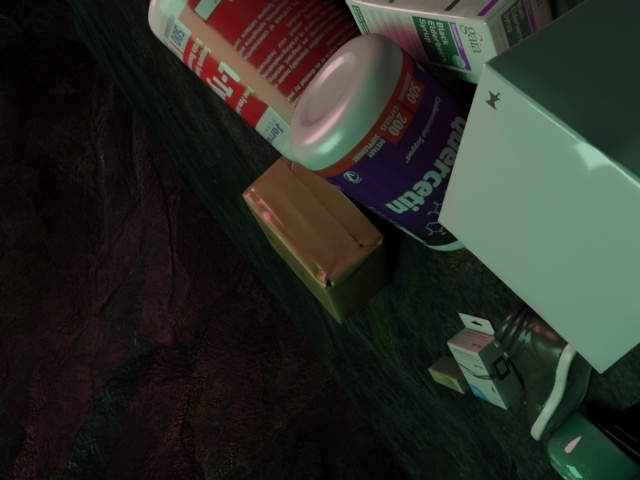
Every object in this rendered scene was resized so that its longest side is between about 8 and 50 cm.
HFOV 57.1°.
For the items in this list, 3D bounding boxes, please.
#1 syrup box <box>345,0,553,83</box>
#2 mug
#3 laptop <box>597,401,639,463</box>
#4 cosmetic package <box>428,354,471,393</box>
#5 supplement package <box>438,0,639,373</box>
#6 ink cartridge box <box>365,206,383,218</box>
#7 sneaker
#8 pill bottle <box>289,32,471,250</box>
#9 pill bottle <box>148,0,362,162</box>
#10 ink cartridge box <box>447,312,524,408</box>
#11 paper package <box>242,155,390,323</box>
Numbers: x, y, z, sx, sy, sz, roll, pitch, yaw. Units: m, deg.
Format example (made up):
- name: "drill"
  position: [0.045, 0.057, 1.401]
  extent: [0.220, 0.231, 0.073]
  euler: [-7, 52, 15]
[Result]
- name: "syrup box"
  position: [0.148, -0.265, 0.697]
  extent: [0.237, 0.096, 0.093]
  euler: [36, 169, 46]
- name: "mug"
  position: [0.457, 0.375, 0.981]
  extent: [0.158, 0.097, 0.129]
  euler: [45, -176, 10]
- name: "laptop"
  position: [0.510, 0.351, 0.808]
  extent: [0.234, 0.137, 0.264]
  euler: [40, 156, 41]
- name: "cosmetic package"
  position: [0.309, 0.307, 1.359]
  extent: [0.041, 0.060, 0.115]
  euler: [60, 163, -14]
- name: "supplement package"
  position: [0.271, -0.073, 0.477]
  extent: [0.199, 0.263, 0.198]
  euler: [48, 160, 24]
- name: "ink cartridge box"
  position: [0.009, -0.191, 1.212]
  extent: [0.296, 0.066, 0.261]
  euler: [39, 179, 30]
- name: "sneaker"
  position: [0.367, 0.215, 1.003]
  extent: [0.147, 0.105, 0.295]
  euler: [42, 151, 40]
- name: "pill bottle"
  position: [0.131, -0.105, 0.765]
  extent: [0.323, 0.181, 0.181]
  euler: [30, 174, -27]
- name: "pill bottle"
  position: [-0.042, -0.272, 0.916]
  extent: [0.408, 0.229, 0.229]
  euler: [43, 162, -6]
- name: "ink cartridge box"
  position: [0.328, 0.243, 1.197]
  extent: [0.180, 0.060, 0.104]
  euler: [60, 162, -14]
- name: "paper package"
  position: [0.000, 0.000, 1.337]
  extent: [0.309, 0.168, 0.325]
  euler: [48, 173, 21]
